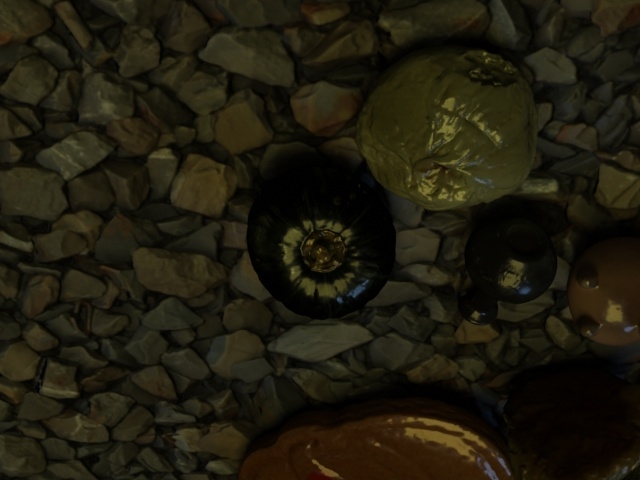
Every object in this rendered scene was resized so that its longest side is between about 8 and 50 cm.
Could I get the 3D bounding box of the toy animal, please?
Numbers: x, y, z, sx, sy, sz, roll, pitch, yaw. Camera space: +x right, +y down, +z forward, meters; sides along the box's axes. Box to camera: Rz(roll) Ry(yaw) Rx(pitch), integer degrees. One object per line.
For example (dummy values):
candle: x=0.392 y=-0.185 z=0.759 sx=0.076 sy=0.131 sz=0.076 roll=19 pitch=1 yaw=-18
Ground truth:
toy animal: x=0.441 y=0.068 z=1.583 sx=0.250 sy=0.154 sz=0.167 roll=1 pitch=107 yaw=9

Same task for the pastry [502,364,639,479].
pastry: x=0.346 y=0.266 z=1.719 sx=0.218 sy=0.229 sz=0.100 roll=-37 pitch=132 yaw=-16

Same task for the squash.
squash: x=-0.001 y=0.001 z=1.546 sx=0.193 sy=0.156 sz=0.193 roll=-8 pitch=111 yaw=-21

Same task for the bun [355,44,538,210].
bun: x=0.147 y=-0.120 z=1.458 sx=0.220 sy=0.134 sz=0.220 roll=4 pitch=132 yaw=4

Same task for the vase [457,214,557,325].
vase: x=0.232 y=0.046 z=1.615 sx=0.120 sy=0.120 sz=0.183 roll=13 pitch=146 yaw=-7

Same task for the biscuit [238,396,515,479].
biscuit: x=0.080 y=0.382 z=1.886 sx=0.455 sy=0.078 sz=0.350 roll=-27 pitch=114 yaw=29

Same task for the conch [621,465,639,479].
conch: x=0.482 y=0.373 z=1.803 sx=0.203 sy=0.169 sz=0.386 roll=-4 pitch=130 yaw=-44
